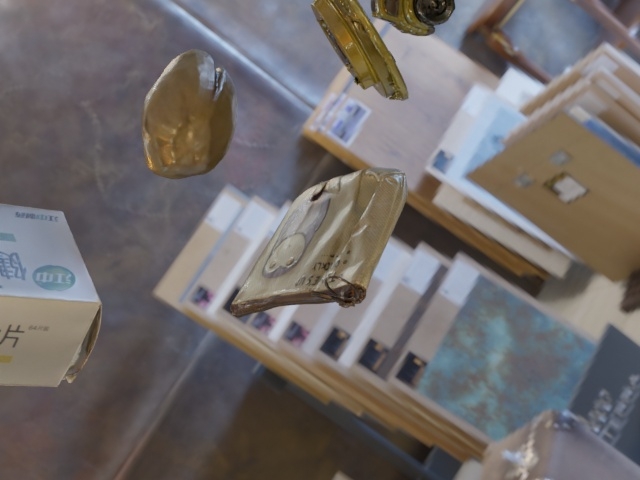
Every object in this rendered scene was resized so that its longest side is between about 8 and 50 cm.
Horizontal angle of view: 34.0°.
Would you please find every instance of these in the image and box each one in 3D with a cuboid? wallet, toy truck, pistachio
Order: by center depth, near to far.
[{"bbox_3d":[-0.177,-0.171,1.405,0.136,0.136,0.226,-45,26,37],"label":"pistachio"},{"bbox_3d":[0.001,0.003,1.561,0.335,0.068,0.274,-12,39,52],"label":"wallet"},{"bbox_3d":[0.139,-0.468,1.809,0.147,0.165,0.224,-138,48,-70],"label":"toy truck"}]

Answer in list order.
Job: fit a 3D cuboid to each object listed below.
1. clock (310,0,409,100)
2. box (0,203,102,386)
[{"bbox_3d":[0.041,-0.283,1.449,0.057,0.237,0.237,-32,13,2],"label":"clock"},{"bbox_3d":[-0.427,0.055,1.169,0.145,0.333,0.173,-57,45,28],"label":"box"}]
